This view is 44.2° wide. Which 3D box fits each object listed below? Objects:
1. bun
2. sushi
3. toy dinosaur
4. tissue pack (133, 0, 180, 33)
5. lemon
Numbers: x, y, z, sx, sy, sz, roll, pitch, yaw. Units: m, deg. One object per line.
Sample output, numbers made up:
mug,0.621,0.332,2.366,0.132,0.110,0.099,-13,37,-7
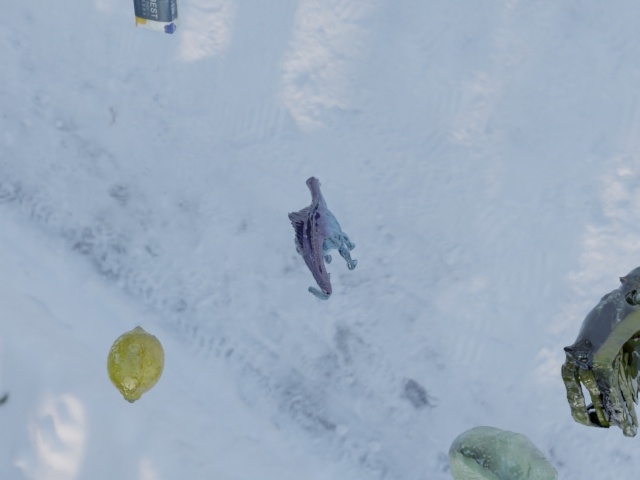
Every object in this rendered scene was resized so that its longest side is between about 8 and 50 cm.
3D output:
bun,0.292,0.362,1.212,0.118,0.195,0.195,-34,75,-18
sushi,0.366,0.099,0.819,0.131,0.291,0.139,8,124,49
toy dinosaur,0.000,0.000,0.741,0.045,0.197,0.080,-27,120,17
tissue pack,-0.233,-0.340,1.114,0.062,0.042,0.083,15,135,8
lemon,-0.201,0.135,0.859,0.062,0.062,0.083,-4,76,27
